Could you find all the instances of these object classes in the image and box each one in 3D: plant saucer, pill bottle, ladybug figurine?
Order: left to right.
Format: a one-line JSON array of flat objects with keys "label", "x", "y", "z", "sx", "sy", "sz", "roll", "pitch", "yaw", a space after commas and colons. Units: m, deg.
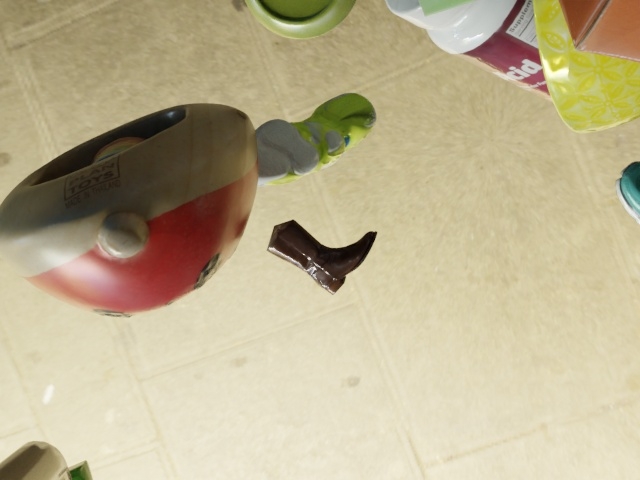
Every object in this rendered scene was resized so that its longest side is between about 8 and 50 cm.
[{"label": "ladybug figurine", "x": -0.201, "y": -0.035, "z": 0.996, "sx": 0.305, "sy": 0.449, "sz": 0.162, "roll": -22, "pitch": 106, "yaw": 1}, {"label": "plant saucer", "x": -0.043, "y": -0.500, "z": 1.671, "sx": 0.240, "sy": 0.037, "sz": 0.241, "roll": 3, "pitch": 104, "yaw": 13}, {"label": "pill bottle", "x": 0.311, "y": -0.379, "z": 1.441, "sx": 0.392, "sy": 0.224, "sz": 0.224, "roll": 17, "pitch": 102, "yaw": -31}]

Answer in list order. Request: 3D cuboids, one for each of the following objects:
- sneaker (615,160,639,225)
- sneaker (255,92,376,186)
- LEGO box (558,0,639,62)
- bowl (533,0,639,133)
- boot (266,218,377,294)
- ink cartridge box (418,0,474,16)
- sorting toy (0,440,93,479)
[{"label": "sneaker", "x": 0.583, "y": -0.036, "z": 1.362, "sx": 0.275, "sy": 0.110, "sz": 0.107, "roll": 35, "pitch": 84, "yaw": 5}, {"label": "sneaker", "x": -0.029, "y": -0.120, "z": 1.260, "sx": 0.240, "sy": 0.126, "sz": 0.091, "roll": -25, "pitch": 76, "yaw": -26}, {"label": "LEGO box", "x": 0.388, "y": -0.264, "z": 0.575, "sx": 0.500, "sy": 0.373, "sz": 0.193, "roll": 8, "pitch": 140, "yaw": -14}, {"label": "bowl", "x": 0.326, "y": -0.253, "z": 0.874, "sx": 0.156, "sy": 0.289, "sz": 0.290, "roll": 0, "pitch": 97, "yaw": 31}, {"label": "boot", "x": 0.000, "y": 0.000, "z": 1.127, "sx": 0.114, "sy": 0.037, "sz": 0.106, "roll": 37, "pitch": 102, "yaw": -6}, {"label": "ink cartridge box", "x": 0.119, "y": -0.344, "z": 0.898, "sx": 0.062, "sy": 0.109, "sz": 0.209, "roll": -33, "pitch": 108, "yaw": -28}, {"label": "sorting toy", "x": -0.154, "y": 0.221, "z": 0.508, "sx": 0.047, "sy": 0.347, "sz": 0.196, "roll": -22, "pitch": 89, "yaw": -7}]
